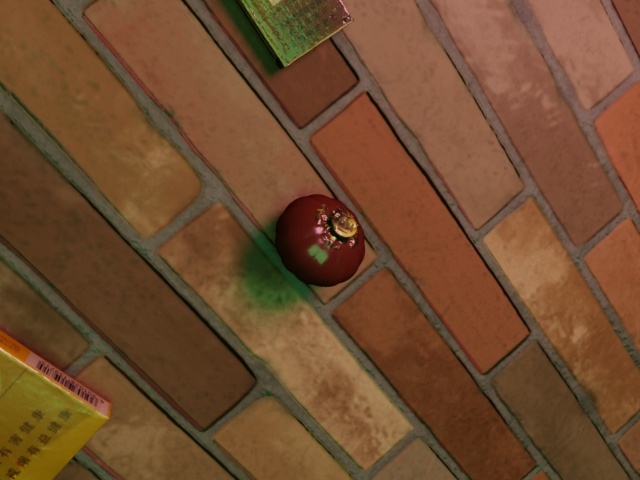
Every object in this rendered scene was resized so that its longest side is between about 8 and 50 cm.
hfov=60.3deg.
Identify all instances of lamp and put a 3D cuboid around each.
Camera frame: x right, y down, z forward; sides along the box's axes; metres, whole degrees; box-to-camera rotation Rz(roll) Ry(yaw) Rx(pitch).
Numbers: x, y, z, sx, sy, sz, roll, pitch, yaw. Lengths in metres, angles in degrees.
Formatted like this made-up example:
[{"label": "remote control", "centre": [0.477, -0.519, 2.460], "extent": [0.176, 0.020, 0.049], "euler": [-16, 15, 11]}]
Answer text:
[{"label": "lamp", "centre": [0.000, 0.000, 0.577], "extent": [0.101, 0.090, 0.101], "euler": [18, 56, -29]}]

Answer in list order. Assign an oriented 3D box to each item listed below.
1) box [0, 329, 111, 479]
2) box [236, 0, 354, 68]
[{"label": "box", "centre": [-0.361, 0.147, 0.528], "extent": [0.269, 0.043, 0.152], "euler": [44, 87, -19]}, {"label": "box", "centre": [-0.039, -0.252, 0.548], "extent": [0.090, 0.023, 0.133], "euler": [-38, 108, -7]}]
